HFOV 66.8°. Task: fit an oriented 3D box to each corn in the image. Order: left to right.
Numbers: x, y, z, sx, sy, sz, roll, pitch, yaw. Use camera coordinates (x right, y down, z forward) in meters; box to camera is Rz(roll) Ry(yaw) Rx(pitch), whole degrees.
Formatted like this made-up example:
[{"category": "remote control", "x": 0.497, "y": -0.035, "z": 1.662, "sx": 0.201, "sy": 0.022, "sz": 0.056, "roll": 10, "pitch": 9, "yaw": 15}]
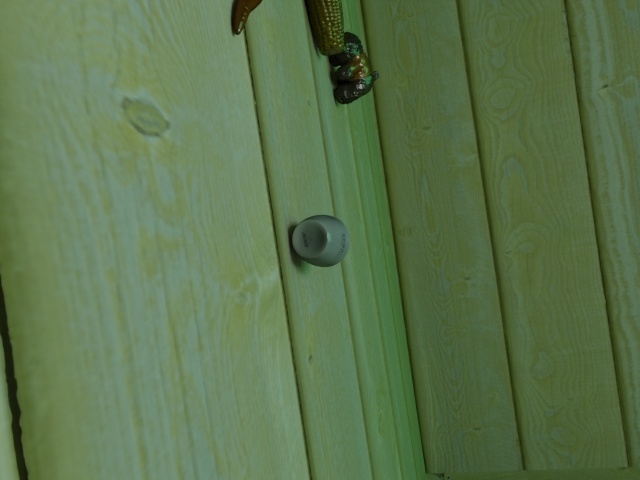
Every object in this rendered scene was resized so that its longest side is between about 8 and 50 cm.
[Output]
[{"category": "corn", "x": 0.009, "y": -0.609, "z": 1.235, "sx": 0.097, "sy": 0.097, "sz": 0.262, "roll": -72, "pitch": 153, "yaw": -62}]

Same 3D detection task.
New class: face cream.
[{"category": "face cream", "x": 0.000, "y": 0.000, "z": 0.826, "sx": 0.095, "sy": 0.091, "sz": 0.091, "roll": 8, "pitch": 74, "yaw": -68}]

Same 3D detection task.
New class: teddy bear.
[{"category": "teddy bear", "x": 0.093, "y": -0.531, "z": 1.473, "sx": 0.177, "sy": 0.140, "sz": 0.190, "roll": -71, "pitch": 141, "yaw": -57}]

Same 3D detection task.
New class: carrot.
[{"category": "carrot", "x": -0.108, "y": -0.348, "z": 0.715, "sx": 0.035, "sy": 0.035, "sz": 0.142, "roll": 68, "pitch": 26, "yaw": -46}]
